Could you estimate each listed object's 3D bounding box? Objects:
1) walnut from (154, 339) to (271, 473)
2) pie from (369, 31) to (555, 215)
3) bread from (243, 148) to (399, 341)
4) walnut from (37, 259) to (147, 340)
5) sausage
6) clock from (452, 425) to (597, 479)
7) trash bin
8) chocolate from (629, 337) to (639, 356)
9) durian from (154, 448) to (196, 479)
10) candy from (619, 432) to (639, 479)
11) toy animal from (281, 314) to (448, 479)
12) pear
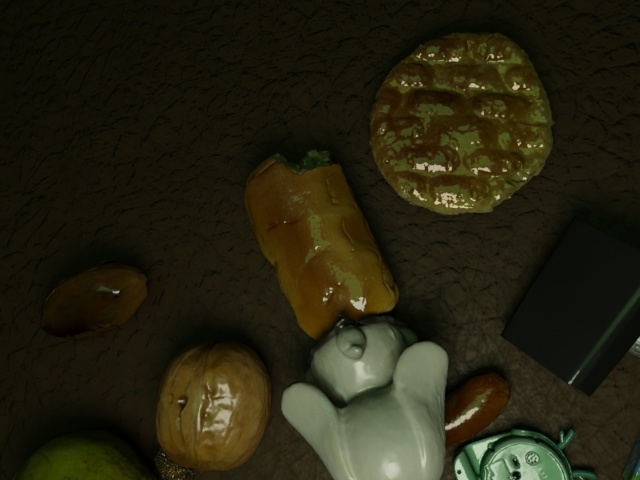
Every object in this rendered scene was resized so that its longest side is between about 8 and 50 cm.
[{"bbox_3d":[-0.182,0.280,1.030,0.195,0.195,0.222,6,74,13],"label":"walnut"},{"bbox_3d":[0.244,-0.206,1.074,0.339,0.083,0.340,-1,83,10],"label":"pie"},{"bbox_3d":[-0.004,0.001,1.056,0.195,0.149,0.344,-29,77,6],"label":"bread"},{"bbox_3d":[-0.427,0.117,1.136,0.245,0.137,0.137,-30,77,14],"label":"walnut"},{"bbox_3d":[0.173,0.301,1.010,0.302,0.076,0.103,-17,78,9],"label":"sausage"},{"bbox_3d":[0.329,0.380,0.972,0.210,0.066,0.159,-27,78,6],"label":"clock"},{"bbox_3d":[0.417,0.106,0.950,0.165,0.115,0.226,38,95,44],"label":"trash bin"},{"bbox_3d":[0.554,0.169,0.953,0.166,0.072,0.072,22,86,15],"label":"chocolate"},{"bbox_3d":[-0.250,0.397,1.080,0.091,0.080,0.080,13,84,40],"label":"durian"},{"bbox_3d":[0.552,0.315,0.936,0.097,0.062,0.195,25,87,13],"label":"candy"},{"bbox_3d":[0.090,0.245,0.919,0.249,0.174,0.289,-44,58,-4],"label":"toy animal"},{"bbox_3d":[-0.406,0.434,1.046,0.269,0.212,0.213,2,82,19],"label":"pear"}]
